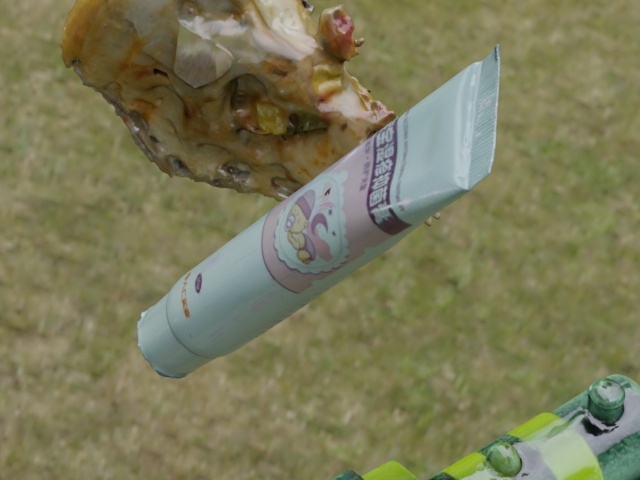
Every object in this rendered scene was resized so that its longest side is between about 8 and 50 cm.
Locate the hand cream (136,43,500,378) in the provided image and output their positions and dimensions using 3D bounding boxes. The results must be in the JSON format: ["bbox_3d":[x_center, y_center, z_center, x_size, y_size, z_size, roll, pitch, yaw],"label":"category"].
[{"bbox_3d":[0.000,0.000,1.058,0.058,0.331,0.085,30,51,-25],"label":"hand cream"}]

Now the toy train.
[{"bbox_3d":[0.075,0.130,0.767,0.200,0.132,0.083,-30,47,-21],"label":"toy train"}]

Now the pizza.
[{"bbox_3d":[-0.042,-0.095,1.264,0.297,0.189,0.071,44,29,-24],"label":"pizza"}]
